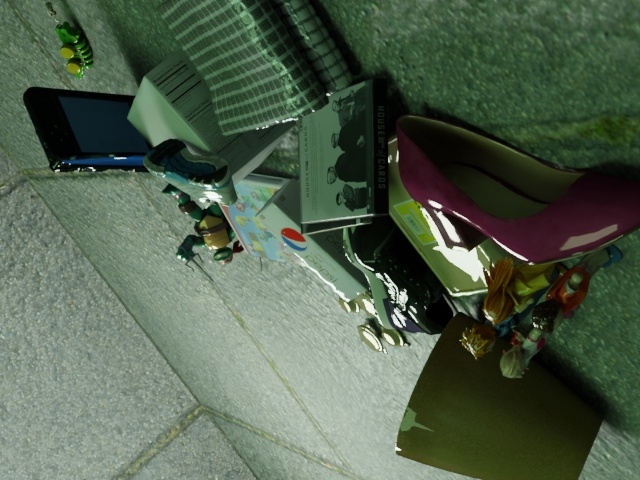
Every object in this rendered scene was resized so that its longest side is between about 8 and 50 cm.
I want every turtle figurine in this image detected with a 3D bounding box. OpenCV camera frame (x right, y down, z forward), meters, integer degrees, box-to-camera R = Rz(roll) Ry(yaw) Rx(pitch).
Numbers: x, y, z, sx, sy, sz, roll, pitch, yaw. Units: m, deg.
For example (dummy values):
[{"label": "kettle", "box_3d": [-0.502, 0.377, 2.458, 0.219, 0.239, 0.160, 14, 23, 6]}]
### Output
[{"label": "turtle figurine", "box_3d": [-0.213, -0.020, 2.040, 0.234, 0.175, 0.118, 68, 170, -24]}]

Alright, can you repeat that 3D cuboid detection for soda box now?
[{"label": "soda box", "box_3d": [0.000, 0.000, 1.714, 0.216, 0.069, 0.074, 42, 146, -8]}]

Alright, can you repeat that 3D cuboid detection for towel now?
[{"label": "towel", "box_3d": [-0.104, -0.271, 1.439, 0.235, 0.121, 0.283, 55, 157, -15]}]

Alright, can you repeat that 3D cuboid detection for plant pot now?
[{"label": "plant pot", "box_3d": [0.276, 0.262, 1.529, 0.254, 0.237, 0.237, 22, 150, 17]}]

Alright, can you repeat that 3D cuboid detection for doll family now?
[{"label": "doll family", "box_3d": [0.252, 0.077, 1.295, 0.118, 0.163, 0.263, 42, 157, 16]}]

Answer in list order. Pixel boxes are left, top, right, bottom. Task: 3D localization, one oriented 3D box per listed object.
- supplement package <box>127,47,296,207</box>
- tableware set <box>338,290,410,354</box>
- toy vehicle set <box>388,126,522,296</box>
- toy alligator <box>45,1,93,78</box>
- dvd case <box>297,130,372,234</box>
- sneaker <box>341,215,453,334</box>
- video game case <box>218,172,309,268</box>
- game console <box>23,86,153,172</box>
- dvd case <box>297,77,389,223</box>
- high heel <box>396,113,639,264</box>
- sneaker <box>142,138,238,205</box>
[{"label": "supplement package", "box_3d": [-0.179, -0.194, 1.667, 0.203, 0.149, 0.194, 49, 157, -2]}, {"label": "tableware set", "box_3d": [0.091, 0.146, 1.907, 0.169, 0.020, 0.141, 56, 155, -16]}, {"label": "toy vehicle set", "box_3d": [0.160, -0.038, 1.448, 0.267, 0.035, 0.166, 52, 158, -10]}, {"label": "toy alligator", "box_3d": [-0.490, -0.396, 2.052, 0.051, 0.056, 0.190, -3, 139, 8]}, {"label": "dvd case", "box_3d": [0.018, -0.098, 1.511, 0.221, 0.018, 0.164, 170, 99, -66]}, {"label": "sneaker", "box_3d": [0.132, 0.036, 1.574, 0.124, 0.107, 0.283, 12, 145, 36]}, {"label": "video game case", "box_3d": [-0.075, -0.035, 1.858, 0.285, 0.025, 0.204, 12, 139, 45]}, {"label": "game console", "box_3d": [-0.340, -0.205, 1.858, 0.173, 0.293, 0.250, -38, 69, 33]}, {"label": "dvd case", "box_3d": [0.028, -0.117, 1.430, 0.238, 0.029, 0.179, 176, 93, -66]}, {"label": "high heel", "box_3d": [0.213, -0.075, 1.181, 0.377, 0.127, 0.181, -5, 118, 58]}, {"label": "sneaker", "box_3d": [-0.198, -0.095, 1.582, 0.190, 0.071, 0.083, 26, 154, 41]}]
